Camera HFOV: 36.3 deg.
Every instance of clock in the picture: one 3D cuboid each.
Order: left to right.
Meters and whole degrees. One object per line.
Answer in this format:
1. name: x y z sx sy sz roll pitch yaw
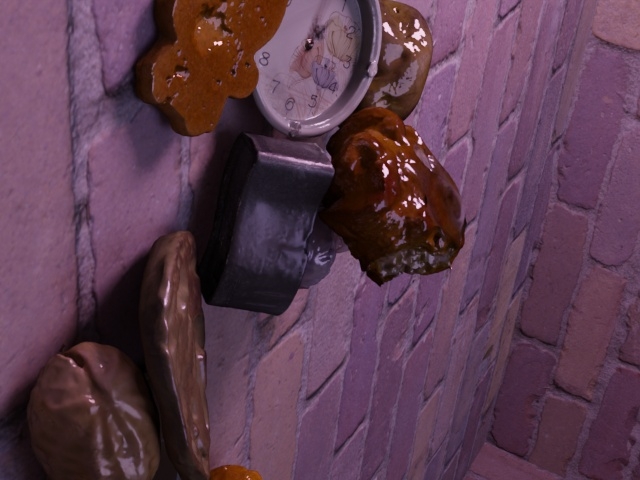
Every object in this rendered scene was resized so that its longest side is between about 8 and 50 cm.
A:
1. clock: -0.016 -0.248 1.240 0.236 0.053 0.236 -21 121 -40

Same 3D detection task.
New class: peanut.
1. peanut: -0.247 0.253 1.083 0.149 0.149 0.313 -41 149 -50

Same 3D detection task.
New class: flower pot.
1. flower pot: -0.074 -0.020 1.236 0.108 0.103 0.229 10 108 -26

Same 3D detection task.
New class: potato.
1. potato: 0.079 -0.245 1.396 0.137 0.154 0.200 -134 -130 -66

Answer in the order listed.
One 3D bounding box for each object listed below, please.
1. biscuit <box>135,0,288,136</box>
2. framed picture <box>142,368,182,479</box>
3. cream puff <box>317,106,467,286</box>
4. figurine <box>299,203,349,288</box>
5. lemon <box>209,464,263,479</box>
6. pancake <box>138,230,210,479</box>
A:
1. biscuit: -0.110 -0.237 1.071 0.249 0.035 0.184 -60 148 -8
2. framed picture: -0.241 0.279 1.288 0.216 0.016 0.273 -32 138 -55
3. cream puff: 0.099 -0.050 1.302 0.269 0.154 0.241 57 27 -33
4. figurine: -0.003 -0.001 1.414 0.237 0.141 0.163 -31 143 -57
5. lemon: -0.147 0.421 1.471 0.187 0.142 0.142 -40 145 -40
6. pancake: -0.162 0.127 1.124 0.294 0.049 0.294 -5 90 -90
